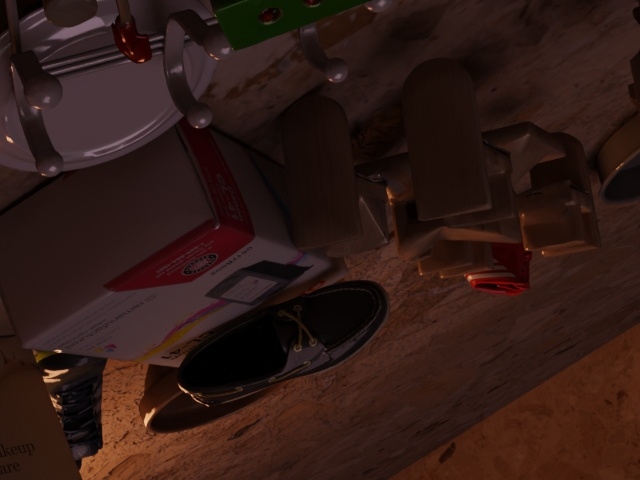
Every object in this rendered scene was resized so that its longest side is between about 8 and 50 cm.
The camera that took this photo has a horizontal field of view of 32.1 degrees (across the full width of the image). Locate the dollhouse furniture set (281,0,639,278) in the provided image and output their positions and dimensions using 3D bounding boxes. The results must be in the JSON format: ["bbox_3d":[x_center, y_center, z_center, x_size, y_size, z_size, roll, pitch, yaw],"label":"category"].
[{"bbox_3d":[0.205,-0.131,1.130,0.394,0.257,0.362,-13,168,28],"label":"dollhouse furniture set"}]

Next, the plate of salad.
[{"bbox_3d":[-0.169,-0.121,0.820,0.199,0.048,0.200,-22,154,-11],"label":"plate of salad"}]

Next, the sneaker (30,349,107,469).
[{"bbox_3d":[-0.300,0.199,1.352,0.111,0.121,0.300,-17,158,-27],"label":"sneaker"}]

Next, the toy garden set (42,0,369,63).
[{"bbox_3d":[-0.074,-0.174,0.531,0.203,0.049,0.244,-20,156,3],"label":"toy garden set"}]

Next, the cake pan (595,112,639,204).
[{"bbox_3d":[0.521,-0.152,1.606,0.293,0.054,0.293,-24,160,-9],"label":"cake pan"}]

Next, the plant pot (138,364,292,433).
[{"bbox_3d":[-0.137,0.152,1.459,0.237,0.110,0.237,-22,160,-9],"label":"plant pot"}]

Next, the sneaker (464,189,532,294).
[{"bbox_3d":[0.299,0.008,1.615,0.221,0.128,0.087,-24,160,-6],"label":"sneaker"}]

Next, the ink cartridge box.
[{"bbox_3d":[-0.137,0.014,1.084,0.226,0.131,0.306,-32,159,15],"label":"ink cartridge box"}]

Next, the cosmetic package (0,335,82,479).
[{"bbox_3d":[-0.350,0.265,1.180,0.113,0.310,0.160,-40,158,34],"label":"cosmetic package"}]

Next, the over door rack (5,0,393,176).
[{"bbox_3d":[-0.076,-0.176,0.651,0.239,0.108,0.324,-20,149,-19],"label":"over door rack"}]

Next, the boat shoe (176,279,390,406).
[{"bbox_3d":[-0.037,0.103,1.121,0.227,0.081,0.068,-27,166,6],"label":"boat shoe"}]
